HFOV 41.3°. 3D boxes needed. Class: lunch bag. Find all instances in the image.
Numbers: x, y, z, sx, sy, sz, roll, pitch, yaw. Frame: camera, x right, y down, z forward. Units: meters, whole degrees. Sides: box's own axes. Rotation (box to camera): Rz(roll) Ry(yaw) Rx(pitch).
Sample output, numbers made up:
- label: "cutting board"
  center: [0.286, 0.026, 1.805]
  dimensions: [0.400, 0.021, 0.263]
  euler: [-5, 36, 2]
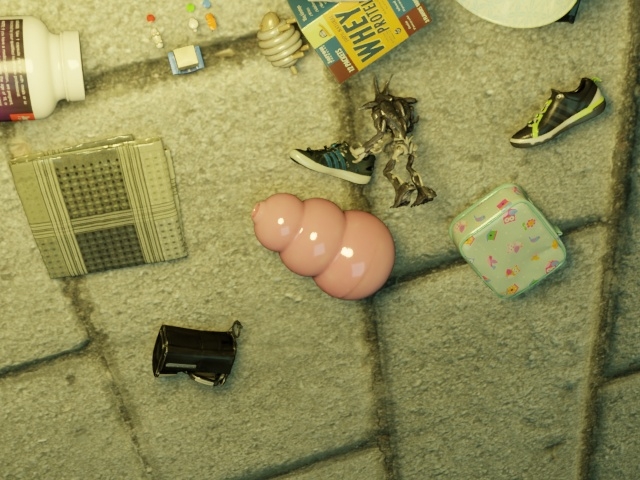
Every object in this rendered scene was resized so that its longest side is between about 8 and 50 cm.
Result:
- label: "lunch bag"
  center: [0.460, 0.002, 2.061]
  dimensions: [0.224, 0.108, 0.279]
  euler: [-39, 128, 10]

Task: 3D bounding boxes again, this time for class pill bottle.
- label: "pill bottle"
  center: [-0.578, -0.294, 1.469]
  dimensions: [0.322, 0.181, 0.182]
  euler: [-5, 127, -13]

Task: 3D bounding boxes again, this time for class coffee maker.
- label: "coffee maker"
  center: [-0.300, 0.255, 2.029]
  dimensions: [0.178, 0.120, 0.171]
  euler: [10, 99, -25]

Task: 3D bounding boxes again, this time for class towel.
- label: "towel"
  center: [-0.451, -0.070, 1.772]
  dimensions: [0.312, 0.056, 0.324]
  euler: [-9, 130, -6]

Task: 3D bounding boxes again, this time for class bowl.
- label: "bowl"
  center: [0.366, -0.551, 1.560]
  dimensions: [0.289, 0.289, 0.156]
  euler: [51, 58, -38]

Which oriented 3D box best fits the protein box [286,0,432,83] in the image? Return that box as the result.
- label: "protein box"
  center: [0.060, -0.432, 1.549]
  dimensions: [0.201, 0.200, 0.136]
  euler: [-33, 129, 10]

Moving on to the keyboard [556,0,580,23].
- label: "keyboard"
  center: [0.522, -0.585, 1.686]
  dimensions: [0.201, 0.033, 0.317]
  euler: [-2, 127, -13]

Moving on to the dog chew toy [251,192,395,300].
- label: "dog chew toy"
  center: [0.000, 0.000, 1.870]
  dimensions: [0.331, 0.207, 0.207]
  euler: [25, 116, -22]

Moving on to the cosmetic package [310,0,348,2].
- label: "cosmetic package"
  center: [0.039, -0.523, 1.425]
  dimensions: [0.117, 0.231, 0.085]
  euler: [5, 165, 22]

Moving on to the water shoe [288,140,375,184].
- label: "water shoe"
  center: [0.025, -0.181, 1.826]
  dimensions: [0.203, 0.073, 0.080]
  euler: [14, 99, -31]

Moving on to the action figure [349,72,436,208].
- label: "action figure"
  center: [0.143, -0.201, 1.776]
  dimensions: [0.164, 0.276, 0.141]
  euler: [-11, 172, -40]

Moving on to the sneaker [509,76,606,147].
- label: "sneaker"
  center: [0.519, -0.291, 1.894]
  dimensions: [0.234, 0.084, 0.097]
  euler: [-28, 105, 3]

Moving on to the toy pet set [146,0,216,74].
- label: "toy pet set"
  center: [-0.254, -0.378, 1.600]
  dimensions: [0.122, 0.065, 0.114]
  euler: [-16, 94, -9]

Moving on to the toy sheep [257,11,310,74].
- label: "toy sheep"
  center: [-0.073, -0.375, 1.625]
  dimensions: [0.091, 0.091, 0.132]
  euler: [-25, 115, 2]
